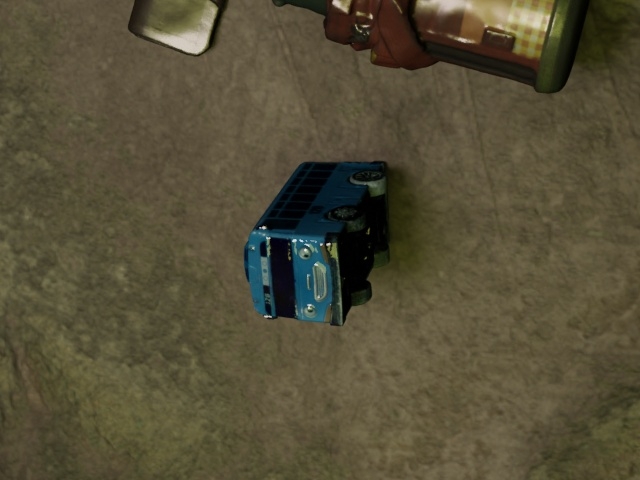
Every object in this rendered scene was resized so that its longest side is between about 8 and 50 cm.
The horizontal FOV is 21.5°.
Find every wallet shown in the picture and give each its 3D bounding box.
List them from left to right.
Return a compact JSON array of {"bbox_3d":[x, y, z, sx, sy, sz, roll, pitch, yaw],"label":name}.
[{"bbox_3d":[-0.118,-0.244,1.504,0.082,0.018,0.157,22,115,3],"label":"wallet"}]

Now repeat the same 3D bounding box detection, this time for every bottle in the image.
[{"bbox_3d":[0.087,-0.216,1.401,0.271,0.143,0.156,14,116,8],"label":"bottle"}]

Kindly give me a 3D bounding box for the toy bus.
[{"bbox_3d":[0.000,0.000,1.491,0.106,0.185,0.090,4,114,14],"label":"toy bus"}]
